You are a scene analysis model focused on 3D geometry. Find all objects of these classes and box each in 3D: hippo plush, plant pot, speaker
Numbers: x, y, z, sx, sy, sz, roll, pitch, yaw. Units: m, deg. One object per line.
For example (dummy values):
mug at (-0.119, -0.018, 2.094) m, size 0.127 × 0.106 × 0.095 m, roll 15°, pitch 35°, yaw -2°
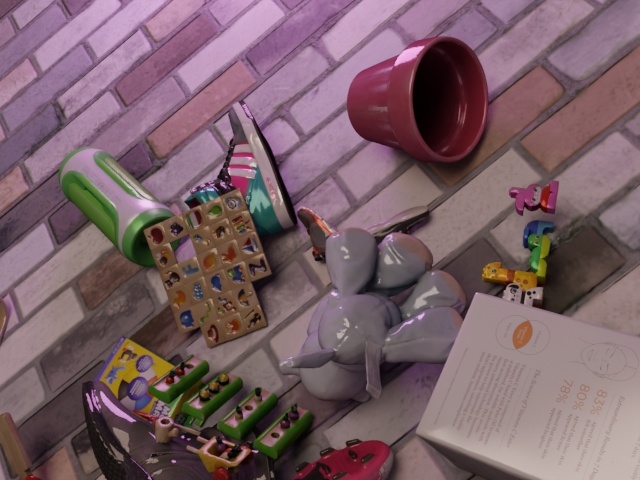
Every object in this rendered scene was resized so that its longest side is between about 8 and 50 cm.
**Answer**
hippo plush at (0.075, 0.154, 1.362) m, size 0.234 × 0.236 × 0.294 m, roll 19°, pitch 51°, yaw -2°
plant pot at (0.150, -0.231, 1.549) m, size 0.180 × 0.201 × 0.201 m, roll 6°, pitch 66°, yaw 47°
speaker at (-0.390, -0.070, 1.781) m, size 0.131 × 0.131 × 0.296 m, roll -49°, pitch 52°, yaw -4°

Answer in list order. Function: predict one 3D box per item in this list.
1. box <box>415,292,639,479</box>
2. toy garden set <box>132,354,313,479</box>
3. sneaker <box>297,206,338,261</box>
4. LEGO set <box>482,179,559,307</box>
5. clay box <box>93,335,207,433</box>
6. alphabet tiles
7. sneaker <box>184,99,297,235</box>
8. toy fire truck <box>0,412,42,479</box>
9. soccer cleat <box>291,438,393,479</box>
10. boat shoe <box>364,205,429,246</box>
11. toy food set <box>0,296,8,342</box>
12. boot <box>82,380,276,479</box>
box at (0.336, 0.231, 1.189) m, size 0.345 × 0.168 × 0.215 m, roll 16°, pitch 72°, yaw 35°
toy garden set at (-0.164, 0.261, 1.412) m, size 0.244 × 0.049 × 0.204 m, roll 21°, pitch 31°, yaw 23°
sneaker at (0.000, 0.000, 1.574) m, size 0.065 × 0.061 × 0.158 m, roll -50°, pitch 51°, yaw 3°
LEGO set at (0.291, 0.026, 1.378) m, size 0.093 × 0.087 × 0.227 m, roll 8°, pitch 67°, yaw 15°
clay box at (-0.290, 0.264, 1.586) m, size 0.222 × 0.053 × 0.127 m, roll 21°, pitch 76°, yaw 36°
alphabet tiles at (-0.183, 0.056, 1.600) m, size 0.198 × 0.009 × 0.237 m, roll -22°, pitch 85°, yaw 16°
sneaker at (-0.167, -0.113, 1.694) m, size 0.178 × 0.124 × 0.295 m, roll -24°, pitch 55°, yaw 4°
toy fire truck at (-0.568, 0.445, 1.589) m, size 0.217 × 0.158 × 0.246 m, roll -12°, pitch 47°, yaw 23°
soccer cleat at (-0.021, 0.418, 1.331) m, size 0.331 × 0.143 × 0.116 m, roll -32°, pitch 16°, yaw -14°
boat shoe at (0.125, -0.019, 1.528) m, size 0.125 × 0.038 × 0.046 m, roll -25°, pitch 12°, yaw 8°
toy food set at (-0.760, 0.242, 1.830) m, size 0.220 × 0.092 × 0.306 m, roll -2°, pitch 62°, yaw 27°
boot at (-0.224, 0.319, 1.450) m, size 0.223 × 0.118 × 0.338 m, roll -20°, pitch 47°, yaw -26°
